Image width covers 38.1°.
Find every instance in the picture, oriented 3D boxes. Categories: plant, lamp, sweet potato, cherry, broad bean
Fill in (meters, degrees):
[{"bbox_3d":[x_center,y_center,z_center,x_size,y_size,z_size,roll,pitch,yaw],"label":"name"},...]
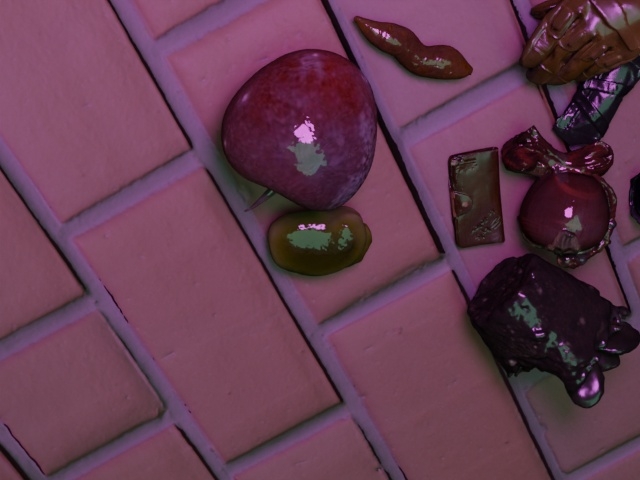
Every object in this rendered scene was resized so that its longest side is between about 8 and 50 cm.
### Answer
[{"bbox_3d":[0.410,0.160,1.652,0.276,0.188,0.199,38,63,-10],"label":"plant"},{"bbox_3d":[0.407,-0.068,1.603,0.215,0.151,0.223,7,79,-8],"label":"lamp"},{"bbox_3d":[0.146,-0.304,1.489,0.218,0.051,0.065,19,111,-18],"label":"sweet potato"},{"bbox_3d":[-0.030,-0.156,1.427,0.236,0.213,0.285,34,93,-31],"label":"cherry"},{"bbox_3d":[0.000,0.000,1.575,0.174,0.082,0.124,-10,114,3],"label":"broad bean"}]

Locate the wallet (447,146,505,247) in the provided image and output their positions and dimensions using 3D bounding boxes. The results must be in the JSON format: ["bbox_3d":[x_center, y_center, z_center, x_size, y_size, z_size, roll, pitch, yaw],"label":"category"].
[{"bbox_3d":[0.275,-0.072,1.627,0.095,0.026,0.176,-10,113,-5],"label":"wallet"}]

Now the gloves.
[{"bbox_3d":[0.466,-0.359,1.479,0.331,0.141,0.154,-30,100,-4],"label":"gloves"}]

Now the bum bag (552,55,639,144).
[{"bbox_3d":[0.479,-0.251,1.586,0.087,0.049,0.197,30,105,4],"label":"bum bag"}]

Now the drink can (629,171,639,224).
[{"bbox_3d":[0.684,-0.084,1.671,0.235,0.097,0.097,-5,113,-9],"label":"drink can"}]
